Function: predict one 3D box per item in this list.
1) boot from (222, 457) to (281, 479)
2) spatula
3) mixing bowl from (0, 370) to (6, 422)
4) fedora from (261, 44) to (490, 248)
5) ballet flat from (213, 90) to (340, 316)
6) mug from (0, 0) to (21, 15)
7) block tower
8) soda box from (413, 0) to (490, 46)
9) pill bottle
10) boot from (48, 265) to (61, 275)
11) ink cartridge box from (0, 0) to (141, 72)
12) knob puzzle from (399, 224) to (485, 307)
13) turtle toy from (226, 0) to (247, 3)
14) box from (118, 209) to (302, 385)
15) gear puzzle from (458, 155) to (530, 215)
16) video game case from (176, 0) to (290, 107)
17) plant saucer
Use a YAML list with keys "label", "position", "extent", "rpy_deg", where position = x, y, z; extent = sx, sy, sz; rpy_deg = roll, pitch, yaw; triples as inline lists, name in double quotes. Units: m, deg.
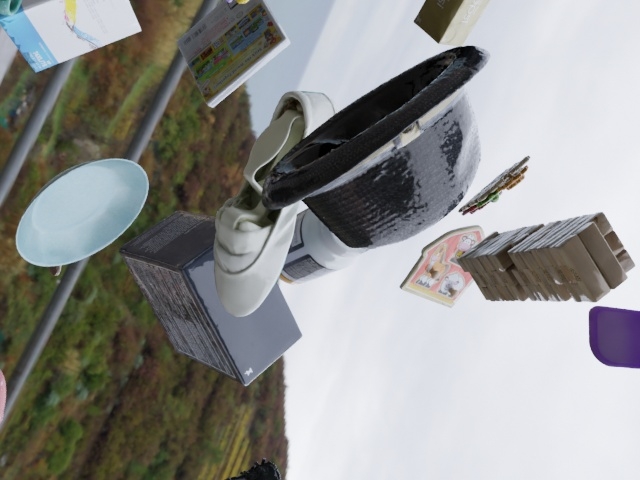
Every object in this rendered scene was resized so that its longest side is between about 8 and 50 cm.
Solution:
- label: "boot"
  position: [-0.110, 0.452, 1.226]
  extent: [0.121, 0.099, 0.045]
  rpy_deg: [65, -32, 20]
- label: "spatula"
  position: [0.511, 0.133, 0.922]
  extent: [0.030, 0.296, 0.084]
  rpy_deg: [44, 50, -62]
- label: "mixing bowl"
  position: [-0.712, 0.297, 1.417]
  extent: [0.098, 0.181, 0.181]
  rpy_deg: [-55, -171, 16]
- label: "fedora"
  position: [0.092, -0.099, 0.883]
  extent: [0.334, 0.152, 0.334]
  rpy_deg: [-31, -164, 10]
- label: "ballet flat"
  position: [-0.098, -0.067, 1.145]
  extent: [0.400, 0.139, 0.139]
  rpy_deg: [-64, -174, 6]
- label: "mug"
  position: [-0.510, -0.465, 1.140]
  extent: [0.157, 0.129, 0.097]
  rpy_deg: [-31, -152, 31]
- label: "block tower"
  position: [0.328, 0.033, 1.059]
  extent: [0.091, 0.097, 0.335]
  rpy_deg: [-33, -176, -12]
- label: "soda box"
  position: [0.203, -0.354, 0.940]
  extent: [0.061, 0.058, 0.181]
  rpy_deg: [-10, 141, -44]
- label: "pill bottle"
  position: [0.000, 0.000, 1.601]
  extent: [0.278, 0.162, 0.162]
  rpy_deg: [-25, -141, 55]
- label: "boot"
  position: [-0.548, 0.026, 1.516]
  extent: [0.042, 0.087, 0.118]
  rpy_deg: [-34, -116, 30]
- label: "ink cartridge box"
  position: [-0.585, -0.557, 1.588]
  extent: [0.197, 0.270, 0.198]
  rpy_deg: [82, -16, -68]
- label: "knob puzzle"
  position: [0.284, 0.052, 1.480]
  extent: [0.030, 0.213, 0.213]
  rpy_deg: [52, -57, 49]
- label: "turtle toy"
  position: [-0.140, -0.411, 1.092]
  extent: [0.066, 0.095, 0.130]
  rpy_deg: [-7, -163, 46]
- label: "box"
  position: [-0.231, 0.111, 1.486]
  extent: [0.183, 0.296, 0.294]
  rpy_deg: [-38, -151, -28]
- label: "gear puzzle"
  position: [0.447, -0.131, 1.719]
  extent: [0.175, 0.044, 0.339]
  rpy_deg: [-40, 177, -5]
- label: "video game case"
  position: [-0.196, -0.435, 1.541]
  extent: [0.227, 0.206, 0.026]
  rpy_deg: [-36, 153, 15]
- label: "plant saucer"
  position: [-0.324, -0.046, 0.942]
  extent: [0.195, 0.037, 0.195]
  rpy_deg: [-37, 159, -17]
